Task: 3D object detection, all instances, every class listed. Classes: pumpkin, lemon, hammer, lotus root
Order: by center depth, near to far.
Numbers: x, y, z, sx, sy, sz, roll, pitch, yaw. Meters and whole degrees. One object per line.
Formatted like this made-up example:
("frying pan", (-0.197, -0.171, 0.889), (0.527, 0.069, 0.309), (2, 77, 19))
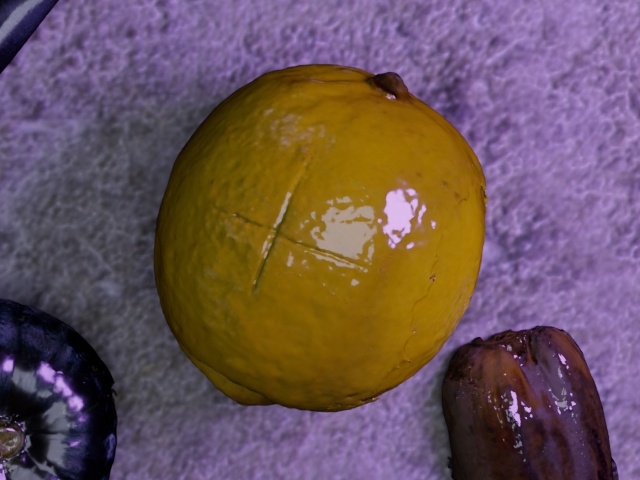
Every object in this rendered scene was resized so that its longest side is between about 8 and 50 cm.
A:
("lemon", (0.000, 0.000, 1.350), (0.297, 0.297, 0.297), (-1, 96, -7))
("pumpkin", (-0.290, 0.167, 1.390), (0.233, 0.163, 0.233), (-1, 94, -18))
("hammer", (-0.214, -0.252, 1.408), (0.137, 0.037, 0.290), (41, 94, -2))
("lotus root", (0.215, 0.248, 1.507), (0.167, 0.078, 0.329), (-18, 98, -3))
